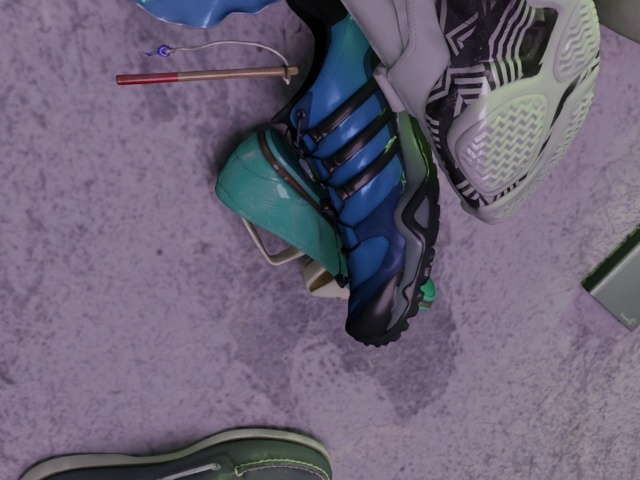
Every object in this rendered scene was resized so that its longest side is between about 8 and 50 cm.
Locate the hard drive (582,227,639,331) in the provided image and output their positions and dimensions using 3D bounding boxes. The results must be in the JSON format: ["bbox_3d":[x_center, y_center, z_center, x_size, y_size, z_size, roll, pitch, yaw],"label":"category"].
[{"bbox_3d":[0.355,0.027,1.087,0.135,0.022,0.094,-46,126,9],"label":"hard drive"}]

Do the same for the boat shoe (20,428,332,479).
[{"bbox_3d":[-0.129,0.262,0.986,0.319,0.099,0.116,-1,120,-22],"label":"boat shoe"}]

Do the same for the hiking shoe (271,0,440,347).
[{"bbox_3d":[0.023,-0.068,0.810,0.132,0.113,0.304,3,88,-9],"label":"hiking shoe"}]

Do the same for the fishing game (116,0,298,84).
[{"bbox_3d":[-0.077,-0.238,0.700,0.189,0.041,0.264,-5,105,-18],"label":"fishing game"}]

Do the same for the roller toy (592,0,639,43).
[{"bbox_3d":[0.326,-0.221,0.818,0.209,0.191,0.146,9,115,-26],"label":"roller toy"}]

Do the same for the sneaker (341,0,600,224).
[{"bbox_3d":[0.064,-0.176,0.679,0.137,0.210,0.366,-42,143,-17],"label":"sneaker"}]

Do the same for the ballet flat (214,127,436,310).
[{"bbox_3d":[0.000,0.000,0.897,0.087,0.083,0.247,-36,124,20],"label":"ballet flat"}]
